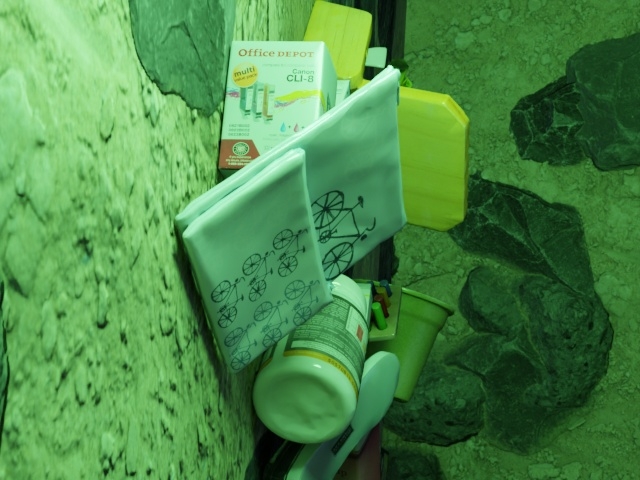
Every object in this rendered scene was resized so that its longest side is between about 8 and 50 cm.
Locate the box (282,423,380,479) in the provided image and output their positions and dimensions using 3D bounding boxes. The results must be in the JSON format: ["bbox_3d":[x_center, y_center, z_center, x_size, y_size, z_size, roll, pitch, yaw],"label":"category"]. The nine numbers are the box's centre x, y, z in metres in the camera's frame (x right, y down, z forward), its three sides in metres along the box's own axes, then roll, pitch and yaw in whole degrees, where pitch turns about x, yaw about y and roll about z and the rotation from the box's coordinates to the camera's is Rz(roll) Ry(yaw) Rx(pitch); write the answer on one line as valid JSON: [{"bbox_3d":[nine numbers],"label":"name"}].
[{"bbox_3d":[0.022,0.383,1.937,0.127,0.148,0.232,-58,151,-50],"label":"box"}]

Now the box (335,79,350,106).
[{"bbox_3d":[-0.025,-0.179,1.567,0.137,0.126,0.072,-73,162,-56],"label":"box"}]

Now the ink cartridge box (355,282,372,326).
[{"bbox_3d":[0.041,0.187,2.173,0.062,0.109,0.209,79,17,-56],"label":"ink cartridge box"}]

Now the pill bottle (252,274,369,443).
[{"bbox_3d":[-0.006,0.177,1.697,0.278,0.162,0.162,-72,163,-58],"label":"pill bottle"}]

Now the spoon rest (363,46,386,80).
[{"bbox_3d":[0.093,-0.355,2.490,0.276,0.084,0.137,105,-5,-62],"label":"spoon rest"}]

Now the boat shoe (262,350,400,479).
[{"bbox_3d":[0.018,0.298,1.773,0.306,0.105,0.113,-53,136,-25],"label":"boat shoe"}]

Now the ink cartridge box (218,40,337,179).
[{"bbox_3d":[-0.052,-0.158,1.391,0.127,0.128,0.176,59,34,-74],"label":"ink cartridge box"}]

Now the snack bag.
[{"bbox_3d":[-0.013,-0.016,1.336,0.342,0.037,0.323,-37,147,-20],"label":"snack bag"}]

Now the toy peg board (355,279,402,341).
[{"bbox_3d":[0.086,0.138,2.314,0.160,0.161,0.079,-77,155,-49],"label":"toy peg board"}]

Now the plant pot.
[{"bbox_3d":[0.165,0.256,2.618,0.276,0.276,0.254,60,45,-74],"label":"plant pot"}]

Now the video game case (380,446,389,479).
[{"bbox_3d":[0.107,0.587,2.302,0.248,0.035,0.275,60,37,-74],"label":"video game case"}]

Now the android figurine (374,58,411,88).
[{"bbox_3d":[0.127,-0.279,2.438,0.248,0.056,0.273,-48,164,-46],"label":"android figurine"}]

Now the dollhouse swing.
[{"bbox_3d":[0.128,-0.225,1.971,0.315,0.305,0.347,-77,166,-46],"label":"dollhouse swing"}]
